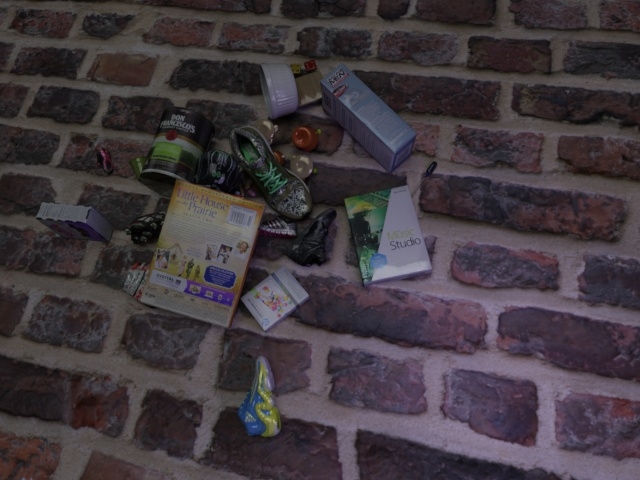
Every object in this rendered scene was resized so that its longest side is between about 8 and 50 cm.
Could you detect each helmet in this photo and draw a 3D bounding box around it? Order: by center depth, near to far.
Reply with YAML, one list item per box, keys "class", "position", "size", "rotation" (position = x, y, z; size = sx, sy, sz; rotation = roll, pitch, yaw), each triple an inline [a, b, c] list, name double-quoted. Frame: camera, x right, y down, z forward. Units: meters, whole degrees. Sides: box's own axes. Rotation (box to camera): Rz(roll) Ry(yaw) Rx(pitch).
- class: "helmet"
  position: [-0.365, -0.239, 1.706]
  size: [0.169, 0.169, 0.161]
  rotation: [11, 76, 11]

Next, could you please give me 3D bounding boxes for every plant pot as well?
- class: "plant pot"
  position: [-0.682, -0.270, 1.864]
  size: [0.083, 0.083, 0.079]
  rotation: [-19, 80, -1]

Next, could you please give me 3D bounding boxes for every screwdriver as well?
- class: "screwdriver"
  position: [0.365, -0.217, 1.739]
  size: [0.025, 0.024, 0.170]
  rotation: [42, 79, -10]

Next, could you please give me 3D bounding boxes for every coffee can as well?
- class: "coffee can"
  position: [-0.523, -0.319, 1.792]
  size: [0.201, 0.201, 0.275]
  rotation: [8, 69, 10]

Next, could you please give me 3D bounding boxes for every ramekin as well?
- class: "ramekin"
  position: [-0.158, -0.575, 1.857]
  size: [0.109, 0.207, 0.207]
  rotation: [-13, 66, -9]

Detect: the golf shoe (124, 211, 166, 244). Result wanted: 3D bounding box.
- class: "golf shoe"
  position: [-0.562, -0.061, 1.716]
  size: [0.273, 0.105, 0.120]
  rotation: [-1, 41, 22]

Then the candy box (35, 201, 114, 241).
- class: "candy box"
  position: [-0.878, -0.064, 1.748]
  size: [0.196, 0.165, 0.070]
  rotation: [5, 67, 9]

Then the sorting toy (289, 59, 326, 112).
- class: "sorting toy"
  position: [-0.046, -0.600, 1.933]
  size: [0.132, 0.046, 0.274]
  rotation: [-19, 67, -1]

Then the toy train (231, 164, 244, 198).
- class: "toy train"
  position: [-0.329, -0.195, 1.797]
  size: [0.125, 0.046, 0.166]
  rotation: [-2, 70, 14]

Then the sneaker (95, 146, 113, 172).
- class: "sneaker"
  position: [-0.858, -0.309, 1.919]
  size: [0.057, 0.047, 0.119]
  rotation: [-31, 64, 15]

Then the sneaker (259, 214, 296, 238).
- class: "sneaker"
  position: [-0.162, -0.054, 1.714]
  size: [0.170, 0.063, 0.075]
  rotation: [8, 69, 5]

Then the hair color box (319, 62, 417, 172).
- class: "hair color box"
  position: [0.164, -0.432, 1.734]
  size: [0.113, 0.185, 0.374]
  rotation: [-42, 77, -8]

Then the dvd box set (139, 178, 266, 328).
- class: "dvd box set"
  position: [-0.381, 0.042, 1.591]
  size: [0.307, 0.062, 0.420]
  rotation: [15, 88, 1]

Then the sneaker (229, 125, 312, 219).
- class: "sneaker"
  position: [-0.191, -0.232, 1.686]
  size: [0.158, 0.182, 0.410]
  rotation: [-42, 88, 8]

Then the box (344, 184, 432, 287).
- class: "box"
  position: [0.224, -0.019, 1.653]
  size: [0.232, 0.058, 0.322]
  rotation: [-13, 66, 1]

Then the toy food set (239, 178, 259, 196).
- class: "toy food set"
  position: [-0.237, -0.199, 1.805]
  size: [0.122, 0.019, 0.078]
  rotation: [-14, 66, 0]

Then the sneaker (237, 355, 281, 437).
- class: "sneaker"
  position: [-0.201, 0.479, 1.480]
  size: [0.126, 0.091, 0.240]
  rotation: [-14, 67, 2]

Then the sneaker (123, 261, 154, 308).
- class: "sneaker"
  position: [-0.568, 0.088, 1.687]
  size: [0.145, 0.090, 0.270]
  rotation: [25, 75, 14]

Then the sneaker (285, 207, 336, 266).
- class: "sneaker"
  position: [0.000, 0.000, 1.659]
  size: [0.130, 0.087, 0.227]
  rotation: [39, 80, 18]

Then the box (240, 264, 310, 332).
- class: "box"
  position: [-0.151, 0.192, 1.622]
  size: [0.186, 0.038, 0.145]
  rotation: [-38, 68, -8]

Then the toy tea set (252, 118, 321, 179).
- class: "toy tea set"
  position: [-0.158, -0.351, 1.830]
  size: [0.336, 0.124, 0.200]
  rotation: [13, 99, 9]
